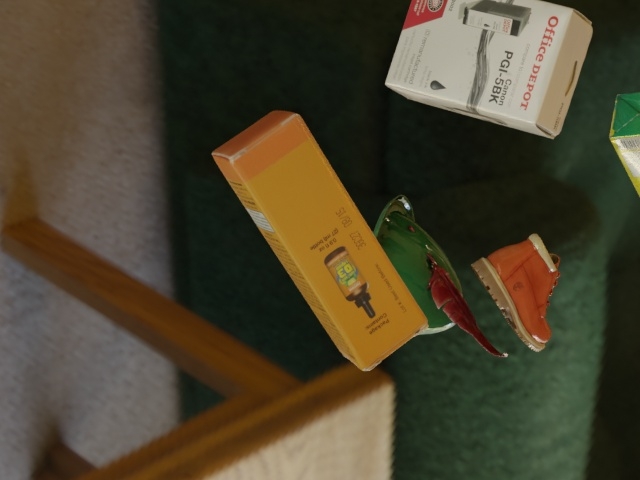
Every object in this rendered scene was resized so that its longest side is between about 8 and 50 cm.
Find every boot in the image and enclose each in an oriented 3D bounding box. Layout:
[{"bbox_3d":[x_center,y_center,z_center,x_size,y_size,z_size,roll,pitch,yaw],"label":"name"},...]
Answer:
[{"bbox_3d":[0.227,0.056,1.745,0.085,0.059,0.158,-34,136,0],"label":"boot"}]

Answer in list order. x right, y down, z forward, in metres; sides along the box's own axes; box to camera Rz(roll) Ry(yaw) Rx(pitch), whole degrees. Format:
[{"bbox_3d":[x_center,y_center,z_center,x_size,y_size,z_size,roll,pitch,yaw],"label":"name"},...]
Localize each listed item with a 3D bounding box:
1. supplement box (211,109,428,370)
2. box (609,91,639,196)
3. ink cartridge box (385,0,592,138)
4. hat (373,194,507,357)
[{"bbox_3d":[0.000,0.000,1.469,0.078,0.080,0.233,-35,104,-12],"label":"supplement box"},{"bbox_3d":[0.276,-0.037,1.126,0.179,0.105,0.043,54,42,-45],"label":"box"},{"bbox_3d":[0.133,-0.147,1.301,0.056,0.135,0.099,17,90,-64],"label":"ink cartridge box"},{"bbox_3d":[0.154,0.060,1.817,0.173,0.184,0.208,65,38,-56],"label":"hat"}]
